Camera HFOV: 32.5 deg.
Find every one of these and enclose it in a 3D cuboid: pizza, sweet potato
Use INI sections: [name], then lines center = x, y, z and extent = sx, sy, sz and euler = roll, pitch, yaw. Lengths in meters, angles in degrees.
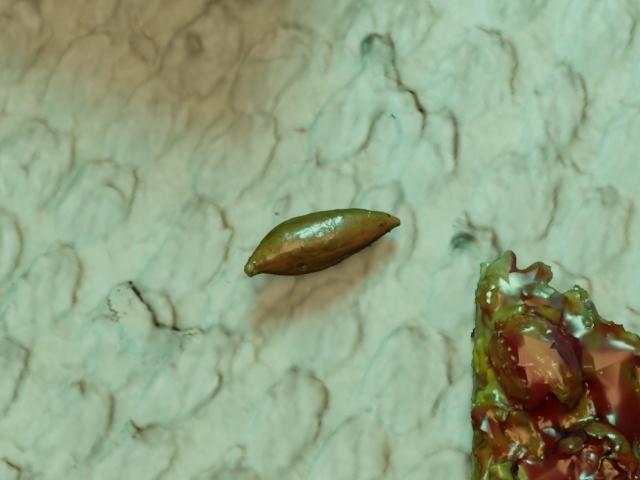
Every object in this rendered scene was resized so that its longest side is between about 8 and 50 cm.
[pizza]
center = 0.133, 0.098, 0.595
extent = 0.201, 0.053, 0.193
euler = -36, 81, -3
[sweet potato]
center = 0.000, 0.000, 0.627
extent = 0.095, 0.034, 0.034
euler = -16, 80, -11
